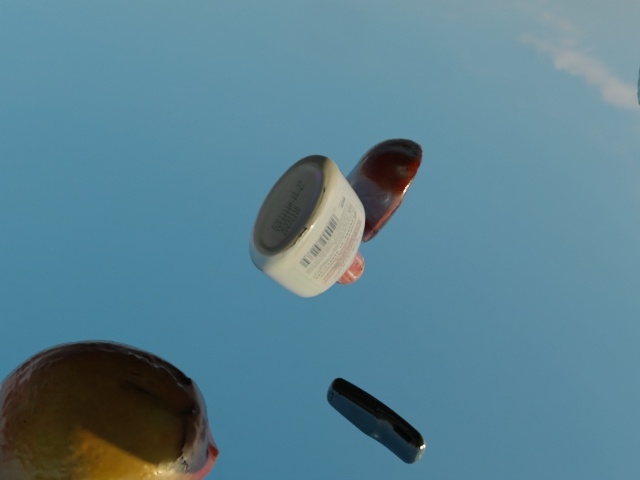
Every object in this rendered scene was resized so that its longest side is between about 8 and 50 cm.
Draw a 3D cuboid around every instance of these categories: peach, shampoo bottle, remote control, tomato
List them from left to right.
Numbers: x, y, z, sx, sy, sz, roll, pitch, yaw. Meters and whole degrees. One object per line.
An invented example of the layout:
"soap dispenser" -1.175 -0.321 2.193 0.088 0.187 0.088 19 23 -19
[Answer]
"peach" -0.346 0.322 1.430 0.372 0.373 0.290 16 -175 4
"shampoo bottle" 0.000 0.000 0.816 0.051 0.108 0.221 28 174 18
"tomato" 0.077 -0.077 1.347 0.082 0.174 0.166 31 -154 -5
"remote control" 0.101 0.337 1.714 0.222 0.072 0.042 33 -144 25

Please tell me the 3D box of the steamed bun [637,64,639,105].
"steamed bun" 0.662 -0.274 1.443 0.272 0.290 0.274 7 -129 -4
